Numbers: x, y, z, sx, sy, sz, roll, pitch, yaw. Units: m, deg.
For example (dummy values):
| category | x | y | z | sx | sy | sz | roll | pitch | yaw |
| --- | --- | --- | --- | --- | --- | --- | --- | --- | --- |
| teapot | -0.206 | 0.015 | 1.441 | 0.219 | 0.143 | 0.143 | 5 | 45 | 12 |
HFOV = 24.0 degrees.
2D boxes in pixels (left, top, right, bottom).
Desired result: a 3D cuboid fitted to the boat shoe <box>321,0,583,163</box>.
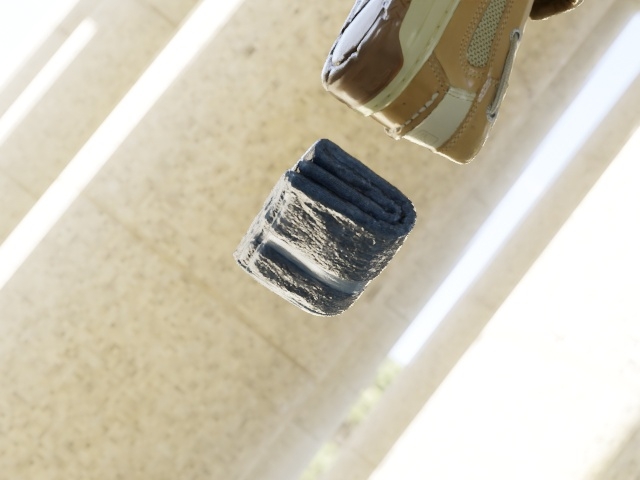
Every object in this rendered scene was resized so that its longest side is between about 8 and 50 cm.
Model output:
| category | x | y | z | sx | sy | sz | roll | pitch | yaw |
| --- | --- | --- | --- | --- | --- | --- | --- | --- | --- |
| boat shoe | 0.068 | -0.110 | 0.564 | 0.072 | 0.190 | 0.068 | 34 | -23 | -15 |

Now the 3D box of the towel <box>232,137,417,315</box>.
| category | x | y | z | sx | sy | sz | roll | pitch | yaw |
| --- | --- | --- | --- | --- | --- | --- | --- | --- | --- |
| towel | 0.000 | 0.000 | 0.743 | 0.067 | 0.029 | 0.119 | 34 | -31 | -2 |
